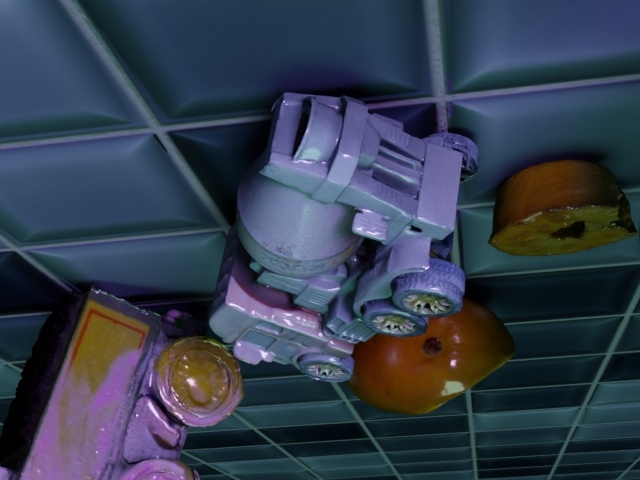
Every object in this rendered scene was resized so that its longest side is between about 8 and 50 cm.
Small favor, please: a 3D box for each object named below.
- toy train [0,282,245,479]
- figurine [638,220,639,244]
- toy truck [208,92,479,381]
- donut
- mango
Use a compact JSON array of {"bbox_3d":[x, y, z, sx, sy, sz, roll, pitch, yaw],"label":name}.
[{"bbox_3d":[-0.179,0.165,0.855,0.177,0.261,0.134,27,149,-21],"label":"toy train"},{"bbox_3d":[0.350,0.032,0.677,0.257,0.181,0.208,9,117,-31],"label":"figurine"},{"bbox_3d":[0.000,0.000,0.631,0.140,0.108,0.256,18,152,-16],"label":"toy truck"},{"bbox_3d":[0.161,-0.020,0.671,0.097,0.043,0.108,-10,159,18],"label":"donut"},{"bbox_3d":[0.093,0.109,0.935,0.141,0.102,0.217,-21,169,-20],"label":"mango"}]
